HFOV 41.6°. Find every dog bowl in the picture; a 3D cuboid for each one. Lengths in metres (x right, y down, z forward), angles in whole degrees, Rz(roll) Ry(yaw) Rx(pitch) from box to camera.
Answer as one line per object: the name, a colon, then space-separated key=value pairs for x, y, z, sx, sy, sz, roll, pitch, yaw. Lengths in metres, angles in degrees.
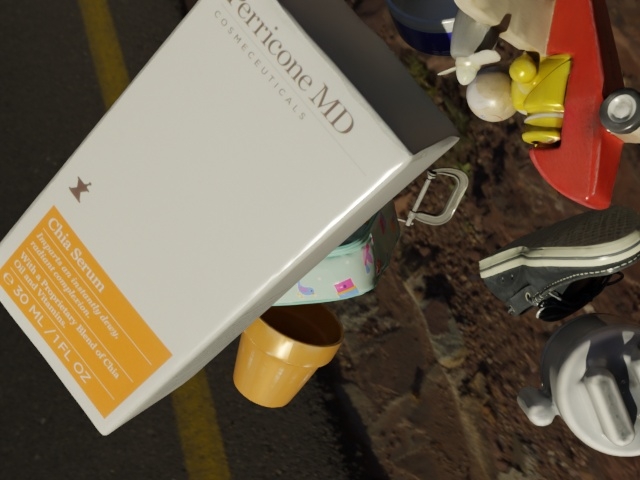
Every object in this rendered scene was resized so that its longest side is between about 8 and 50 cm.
dog bowl: x=0.259 y=-0.495 z=1.650 sx=0.264 sy=0.104 sz=0.265 roll=-9 pitch=60 yaw=16

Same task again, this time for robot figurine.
robot figurine: x=0.468 y=0.224 z=1.363 sx=0.299 sy=0.353 sz=0.200 roll=-17 pitch=89 yaw=6

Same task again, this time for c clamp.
c clamp: x=0.225 y=-0.089 z=1.733 sx=0.022 sy=0.137 sz=0.161 roll=-98 pitch=32 yaw=-56

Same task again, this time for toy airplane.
toy airplane: x=0.327 y=-0.273 z=1.223 sx=0.272 sy=0.386 sz=0.384 roll=-20 pitch=25 yaw=38

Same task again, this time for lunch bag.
lunch bag: x=0.000 y=0.000 z=1.369 sx=0.223 sy=0.108 sz=0.279 roll=-3 pitch=24 yaw=20

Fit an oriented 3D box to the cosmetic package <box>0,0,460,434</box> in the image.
cosmetic package: x=-0.114 y=-0.032 z=0.837 sx=0.453 sy=0.161 sz=0.230 roll=-43 pitch=84 yaw=27

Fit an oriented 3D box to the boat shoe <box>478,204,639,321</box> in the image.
boat shoe: x=0.433 y=0.052 z=1.490 sx=0.186 sy=0.500 sz=0.156 roll=-26 pitch=87 yaw=-14

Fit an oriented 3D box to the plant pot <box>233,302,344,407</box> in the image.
plant pot: x=-0.083 y=0.220 z=1.683 sx=0.205 sy=0.205 sz=0.188 roll=44 pitch=118 yaw=36
